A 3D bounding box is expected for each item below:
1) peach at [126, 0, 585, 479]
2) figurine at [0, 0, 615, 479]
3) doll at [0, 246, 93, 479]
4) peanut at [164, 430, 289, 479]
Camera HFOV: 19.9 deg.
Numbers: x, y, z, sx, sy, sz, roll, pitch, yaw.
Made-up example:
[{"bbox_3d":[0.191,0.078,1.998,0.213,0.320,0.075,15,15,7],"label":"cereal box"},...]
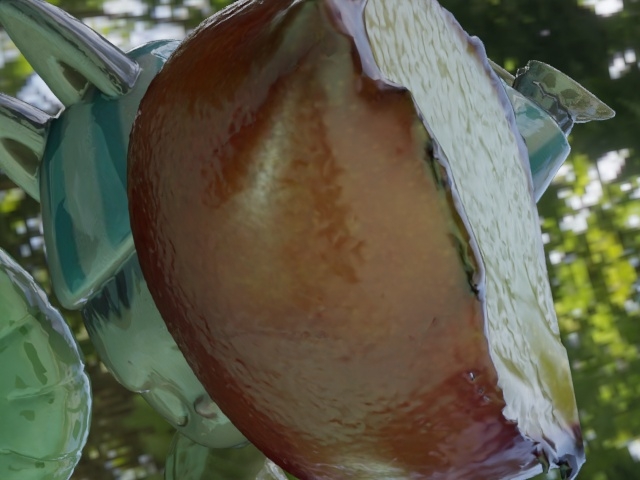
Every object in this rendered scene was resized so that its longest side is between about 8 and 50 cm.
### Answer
[{"bbox_3d":[0.000,0.000,0.959,0.201,0.362,0.258,-14,-122,15],"label":"peach"},{"bbox_3d":[-0.049,-0.062,1.242,0.361,0.377,0.266,-53,-152,-8],"label":"figurine"},{"bbox_3d":[-0.211,-0.009,0.677,0.268,0.216,0.284,-23,-79,40],"label":"doll"},{"bbox_3d":[-0.075,0.235,1.347,0.136,0.298,0.120,25,-52,-2],"label":"peanut"}]
